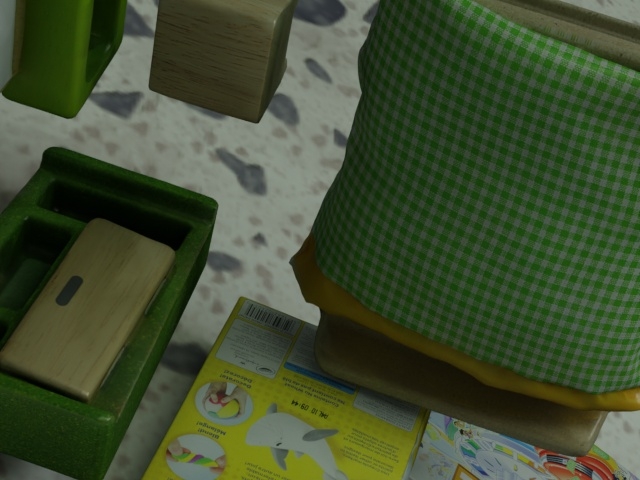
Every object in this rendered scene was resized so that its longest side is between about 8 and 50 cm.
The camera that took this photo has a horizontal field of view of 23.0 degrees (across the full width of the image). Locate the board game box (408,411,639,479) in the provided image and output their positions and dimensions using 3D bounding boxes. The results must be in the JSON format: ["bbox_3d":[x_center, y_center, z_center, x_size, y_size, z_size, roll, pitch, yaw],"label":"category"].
[{"bbox_3d":[0.098,0.125,0.792,0.154,0.026,0.103,37,40,-6],"label":"board game box"}]

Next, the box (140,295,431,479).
[{"bbox_3d":[-0.021,0.109,0.678,0.105,0.043,0.179,22,39,5],"label":"box"}]

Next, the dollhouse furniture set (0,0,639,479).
[{"bbox_3d":[0.000,0.000,0.621,0.301,0.198,0.151,18,38,6],"label":"dollhouse furniture set"}]
